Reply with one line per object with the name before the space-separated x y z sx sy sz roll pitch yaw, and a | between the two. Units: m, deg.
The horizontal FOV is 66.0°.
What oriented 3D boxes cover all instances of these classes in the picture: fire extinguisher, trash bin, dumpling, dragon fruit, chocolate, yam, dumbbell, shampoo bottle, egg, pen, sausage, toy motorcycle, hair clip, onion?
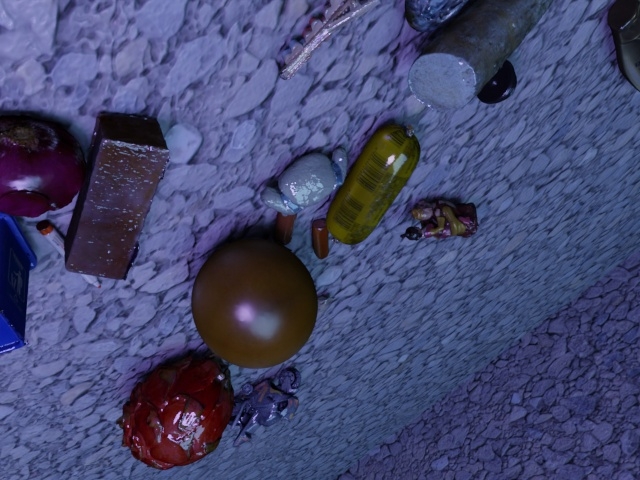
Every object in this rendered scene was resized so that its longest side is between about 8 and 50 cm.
fire extinguisher | -0.080 -0.035 1.149 0.050 0.062 0.177 -39 154 -41
trash bin | -0.577 0.075 0.804 0.184 0.234 0.162 -17 142 -17
dumpling | 0.010 0.188 1.478 0.059 0.043 0.077 -21 144 -49
dragon fruit | -0.386 0.471 1.361 0.343 0.277 0.277 -24 143 0
chocolate | -0.374 -0.065 0.879 0.112 0.112 0.321 5 130 -37
yam | 0.313 -0.381 0.911 0.330 0.133 0.133 -44 144 -11
dumbbell | 0.340 -0.343 1.034 0.209 0.099 0.099 4 132 -35
shampoo bottle | 0.783 -0.466 1.196 0.350 0.084 0.125 18 125 -43
egg | -0.147 0.149 1.132 0.283 0.282 0.351 -22 153 -9
pen | -0.495 0.037 0.986 0.026 0.026 0.218 -23 142 -8
sausage | 0.114 -0.119 1.123 0.123 0.123 0.347 4 132 -36
toy motorcycle | -0.185 0.562 1.670 0.307 0.173 0.108 -31 144 0
hair clip | 0.004 -0.362 0.840 0.214 0.056 0.062 -33 160 19
sausage | 0.000 0.000 1.256 0.041 0.039 0.131 -26 144 -18
onion | -0.460 -0.087 0.778 0.173 0.135 0.198 -9 140 -21

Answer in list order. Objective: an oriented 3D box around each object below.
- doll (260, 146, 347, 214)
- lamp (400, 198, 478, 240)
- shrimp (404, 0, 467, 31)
doll | -0.026 -0.126 1.050 0.214 0.071 0.103 -34 101 -10
lamp | 0.316 -0.056 1.345 0.253 0.118 0.118 -2 135 -27
shrimp | 0.259 -0.476 0.765 0.137 0.172 0.372 -15 155 -28
